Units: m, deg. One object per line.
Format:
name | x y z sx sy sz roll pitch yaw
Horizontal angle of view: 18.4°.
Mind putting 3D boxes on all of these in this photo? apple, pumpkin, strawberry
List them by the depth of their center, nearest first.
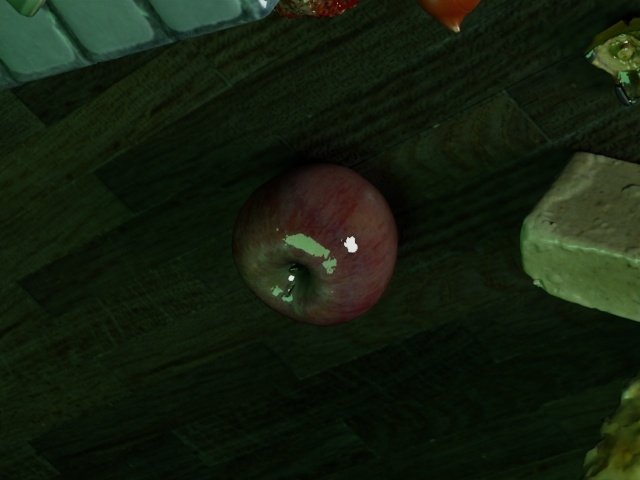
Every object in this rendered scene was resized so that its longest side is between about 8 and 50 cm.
pumpkin | 0.258 -0.146 1.532 0.101 0.035 0.073 -18 131 42
strawberry | -0.009 -0.215 1.611 0.096 0.083 0.083 -6 129 50
apple | 0.000 0.000 1.806 0.153 0.120 0.153 17 134 18

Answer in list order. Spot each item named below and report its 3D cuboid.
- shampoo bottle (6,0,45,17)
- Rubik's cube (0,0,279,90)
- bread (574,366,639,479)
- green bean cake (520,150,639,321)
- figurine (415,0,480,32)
shampoo bottle | -0.233 -0.246 1.178 0.234 0.087 0.118 40 142 -8
Rubik's cube | -0.166 -0.345 1.368 0.344 0.337 0.344 -9 126 40
bread | 0.390 0.270 1.722 0.264 0.239 0.395 11 140 26
green bean cake | 0.264 0.002 1.624 0.179 0.109 0.085 14 140 24
figurine | 0.089 -0.227 1.527 0.068 0.075 0.140 1 130 34
